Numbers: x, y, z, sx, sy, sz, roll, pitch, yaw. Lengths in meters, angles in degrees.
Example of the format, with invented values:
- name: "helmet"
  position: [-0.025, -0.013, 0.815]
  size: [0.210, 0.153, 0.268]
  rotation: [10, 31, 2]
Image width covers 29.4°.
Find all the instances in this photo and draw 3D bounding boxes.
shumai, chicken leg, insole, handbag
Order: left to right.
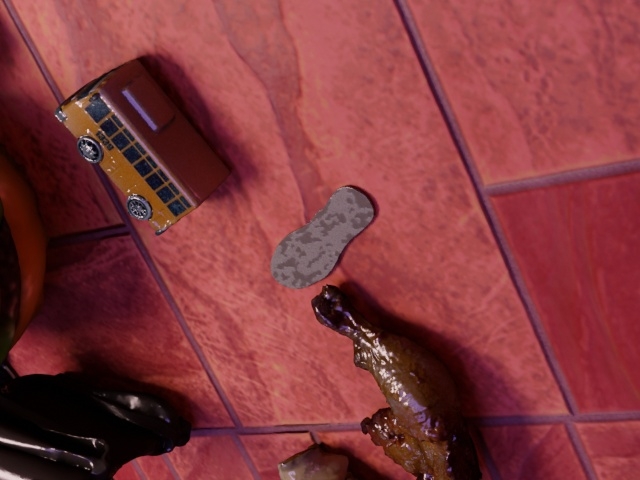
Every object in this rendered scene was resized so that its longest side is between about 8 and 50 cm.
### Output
- name: "handbag"
  position: [-0.336, 0.259, 1.600]
  size: [0.257, 0.285, 0.113]
  rotation: [10, 102, 25]
- name: "shumai"
  position: [-0.003, 0.314, 1.522]
  size: [0.145, 0.145, 0.116]
  rotation: [-11, 105, 39]
- name: "insole"
  position: [0.000, 0.000, 1.366]
  size: [0.065, 0.006, 0.193]
  rotation: [43, 135, 0]
- name: "chicken leg"
  position: [0.097, 0.191, 1.399]
  size: [0.177, 0.083, 0.322]
  rotation: [12, 132, 46]

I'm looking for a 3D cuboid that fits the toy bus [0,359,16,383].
- name: "toy bus"
  position: [-0.592, 0.169, 1.793]
  size: [0.179, 0.143, 0.305]
  rotation: [-21, 109, 44]

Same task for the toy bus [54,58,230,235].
- name: "toy bus"
  position: [-0.196, -0.109, 1.358]
  size: [0.103, 0.091, 0.182]
  rotation: [-29, 105, 42]

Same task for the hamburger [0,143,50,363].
- name: "hamburger"
  position: [-0.541, 0.030, 1.478]
  size: [0.396, 0.277, 0.396]
  rotation: [3, 109, 8]
